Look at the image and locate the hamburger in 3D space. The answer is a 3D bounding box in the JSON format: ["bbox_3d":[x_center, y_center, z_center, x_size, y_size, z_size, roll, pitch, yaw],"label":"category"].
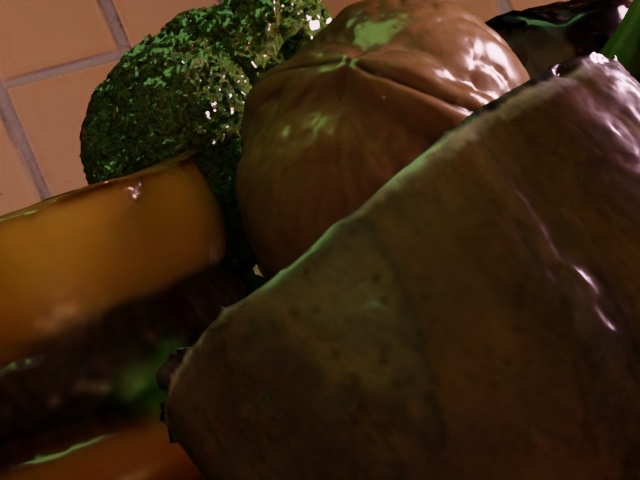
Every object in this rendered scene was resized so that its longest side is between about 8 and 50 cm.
[{"bbox_3d":[-0.240,0.113,0.946,0.395,0.277,0.396,-19,5,2],"label":"hamburger"}]

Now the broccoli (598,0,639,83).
[{"bbox_3d":[0.273,-0.062,0.805,0.294,0.245,0.265,9,19,-1],"label":"broccoli"}]

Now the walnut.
[{"bbox_3d":[0.062,-0.060,0.968,0.277,0.252,0.313,-39,-27,-5],"label":"walnut"}]

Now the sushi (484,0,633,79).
[{"bbox_3d":[0.331,-0.146,1.287,0.294,0.299,0.281,-27,29,-27],"label":"sushi"}]

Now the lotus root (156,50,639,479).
[{"bbox_3d":[0.085,0.066,0.482,0.272,0.192,0.272,-35,-27,-20],"label":"lotus root"}]

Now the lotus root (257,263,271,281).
[{"bbox_3d":[-0.001,0.001,1.557,0.188,0.199,0.180,-58,-15,-2],"label":"lotus root"}]

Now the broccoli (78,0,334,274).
[{"bbox_3d":[-0.106,-0.086,1.227,0.321,0.310,0.413,-23,-36,-44],"label":"broccoli"}]
